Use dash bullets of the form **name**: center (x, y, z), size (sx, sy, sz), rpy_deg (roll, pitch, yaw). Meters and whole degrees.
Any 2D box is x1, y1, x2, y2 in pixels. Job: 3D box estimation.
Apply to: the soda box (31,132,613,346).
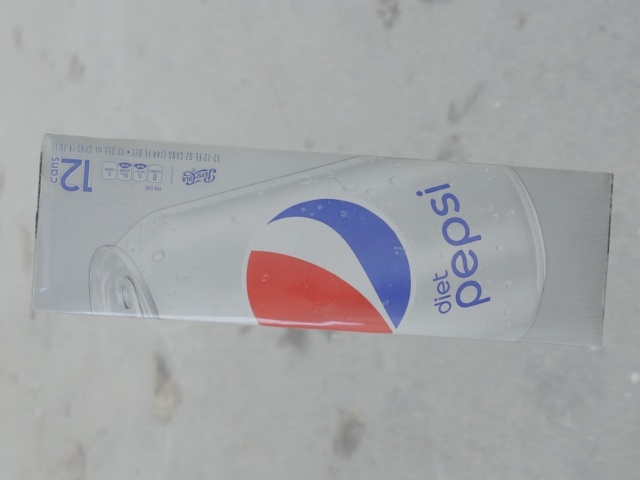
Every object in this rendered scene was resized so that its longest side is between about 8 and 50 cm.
- **soda box**: center (0.000, 0.000, 0.799), size (0.098, 0.286, 0.091), rpy_deg (-172, 86, -86)
